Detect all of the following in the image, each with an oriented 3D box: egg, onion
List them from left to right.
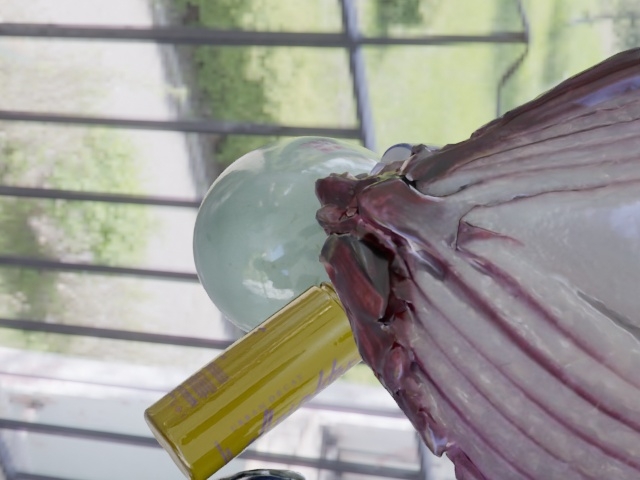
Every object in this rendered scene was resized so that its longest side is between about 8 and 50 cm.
[{"bbox_3d":[0.000,0.000,1.558,0.371,0.230,0.230,-7,101,-65],"label":"egg"},{"bbox_3d":[0.131,0.030,0.573,0.120,0.284,0.227,68,43,-62],"label":"onion"}]

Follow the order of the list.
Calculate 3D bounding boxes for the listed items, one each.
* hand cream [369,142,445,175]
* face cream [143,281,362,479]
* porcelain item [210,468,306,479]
[{"bbox_3d":[0.100,-0.067,1.243,0.142,0.084,0.053,-19,116,-43],"label":"hand cream"},{"bbox_3d":[-0.019,0.095,1.199,0.273,0.078,0.078,-36,141,-14],"label":"face cream"},{"bbox_3d":[-0.062,0.334,1.157,0.138,0.186,0.288,96,-17,-70],"label":"porcelain item"}]
